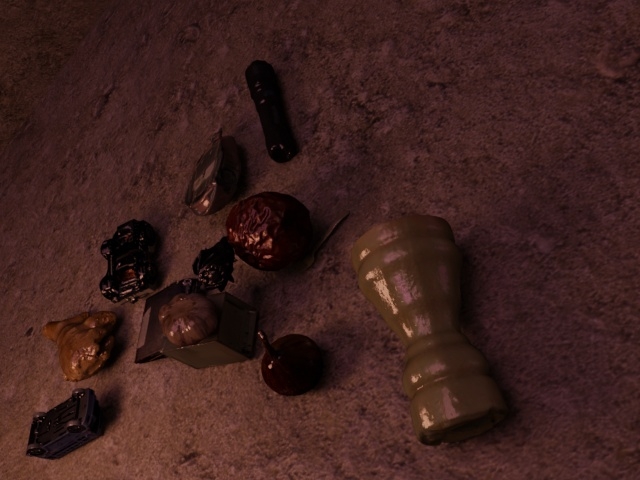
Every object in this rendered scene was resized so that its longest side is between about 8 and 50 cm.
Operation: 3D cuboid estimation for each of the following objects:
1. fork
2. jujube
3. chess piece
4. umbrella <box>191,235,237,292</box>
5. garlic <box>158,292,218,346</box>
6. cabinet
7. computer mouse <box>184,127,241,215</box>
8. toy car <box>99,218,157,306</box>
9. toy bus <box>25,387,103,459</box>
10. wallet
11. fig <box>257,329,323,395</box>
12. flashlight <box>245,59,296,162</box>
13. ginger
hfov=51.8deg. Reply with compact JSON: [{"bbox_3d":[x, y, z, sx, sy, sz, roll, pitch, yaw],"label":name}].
[{"bbox_3d":[0.004,0.003,1.769,0.219,0.028,0.034,-50,38,0],"label":"fork"},{"bbox_3d":[-0.141,-0.026,1.762,0.232,0.213,0.213,-15,57,48],"label":"jujube"},{"bbox_3d":[0.223,0.184,1.366,0.234,0.234,0.442,-29,56,23],"label":"chess piece"},{"bbox_3d":[-0.279,0.045,1.832,0.118,0.118,0.340,-44,12,11],"label":"umbrella"},{"bbox_3d":[-0.330,0.201,1.662,0.159,0.102,0.147,10,55,30],"label":"garlic"},{"bbox_3d":[-0.295,0.247,1.781,0.206,0.150,0.145,-15,53,32],"label":"cabinet"},{"bbox_3d":[-0.325,-0.214,2.098,0.199,0.115,0.389,-34,37,33],"label":"computer mouse"},{"bbox_3d":[-0.619,0.065,2.172,0.193,0.118,0.301,-24,52,16],"label":"toy car"},{"bbox_3d":[-0.760,0.561,1.997,0.292,0.133,0.125,-32,45,25],"label":"toy bus"},{"bbox_3d":[-0.457,0.246,1.975,0.262,0.071,0.221,-22,55,37],"label":"wallet"},{"bbox_3d":[-0.069,0.294,1.567,0.149,0.202,0.148,1,78,1],"label":"fig"},{"bbox_3d":[-0.160,-0.410,2.079,0.103,0.103,0.424,-33,49,20],"label":"flashlight"},{"bbox_3d":[-0.787,0.304,2.145,0.375,0.166,0.236,36,100,39],"label":"ginger"}]
